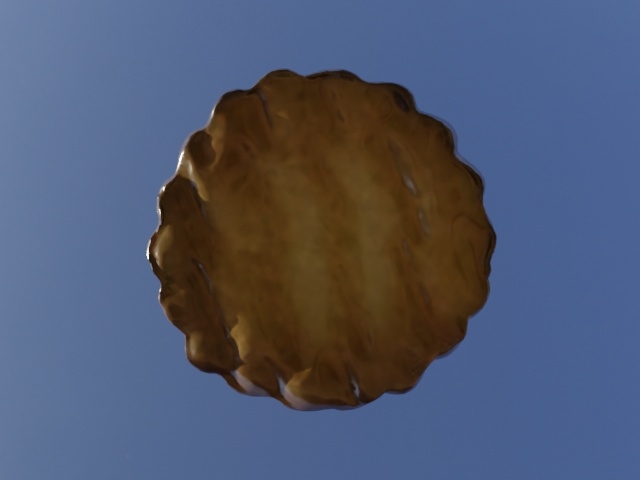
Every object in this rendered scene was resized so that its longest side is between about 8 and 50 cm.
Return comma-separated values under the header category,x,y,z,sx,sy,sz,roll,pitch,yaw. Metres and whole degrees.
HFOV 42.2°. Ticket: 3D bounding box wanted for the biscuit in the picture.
category,x,y,z,sx,sy,sz,roll,pitch,yaw
biscuit,0.000,0.000,0.790,0.325,0.107,0.326,1,-84,8
